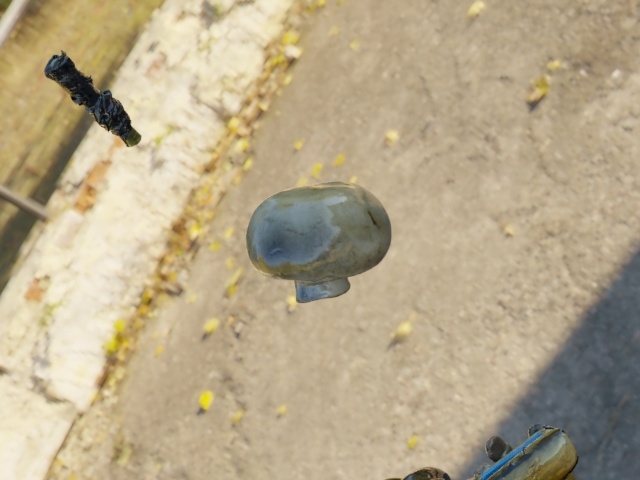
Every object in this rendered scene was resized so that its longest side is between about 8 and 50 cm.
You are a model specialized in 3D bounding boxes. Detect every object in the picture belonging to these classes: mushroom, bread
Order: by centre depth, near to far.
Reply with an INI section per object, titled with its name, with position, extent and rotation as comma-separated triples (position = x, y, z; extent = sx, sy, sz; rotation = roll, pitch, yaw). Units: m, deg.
[bread]
position = 0.200, 0.227, 1.128
extent = 0.106, 0.053, 0.072
rotation = -37, -4, -5
[mushroom]
position = 0.000, 0.000, 1.297
extent = 0.166, 0.166, 0.127
rotation = -145, 44, -64

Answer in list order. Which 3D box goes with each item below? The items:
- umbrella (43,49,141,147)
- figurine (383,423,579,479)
[umbrella]
position = -0.254, -0.158, 1.312
extent = 0.040, 0.144, 0.037
rotation = -51, 40, -10
[figurine]
position = 0.188, 0.331, 1.373
extent = 0.256, 0.167, 0.192
rotation = -25, -9, 15
